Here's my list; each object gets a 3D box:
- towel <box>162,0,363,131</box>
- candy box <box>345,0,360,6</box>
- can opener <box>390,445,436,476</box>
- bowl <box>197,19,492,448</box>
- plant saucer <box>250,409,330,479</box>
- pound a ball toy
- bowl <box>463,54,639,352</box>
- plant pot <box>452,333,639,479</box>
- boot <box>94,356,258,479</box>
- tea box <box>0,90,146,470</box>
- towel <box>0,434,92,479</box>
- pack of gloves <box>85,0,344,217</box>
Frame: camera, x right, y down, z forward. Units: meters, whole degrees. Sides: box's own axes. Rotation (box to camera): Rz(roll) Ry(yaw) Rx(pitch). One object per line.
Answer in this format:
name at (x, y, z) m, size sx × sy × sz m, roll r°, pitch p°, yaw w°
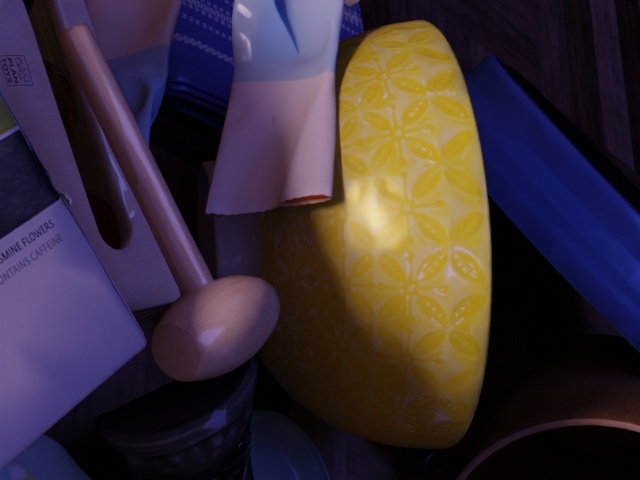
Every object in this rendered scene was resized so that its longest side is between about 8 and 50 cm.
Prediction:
towel at (-0.054, -0.218, 1.173) m, size 0.243 × 0.040 × 0.336 m, roll 22°, pitch 53°, yaw -45°
candy box at (0.007, -0.333, 1.226) m, size 0.159 × 0.071 × 0.233 m, roll 38°, pitch 44°, yaw -32°
can opener at (0.077, 0.095, 1.166) m, size 0.059 × 0.073 × 0.186 m, roll 13°, pitch 48°, yaw -5°
bowl at (0.000, 0.000, 0.983) m, size 0.156 × 0.289 × 0.290 m, roll -3°, pitch 69°, yaw -10°
plant saucer at (-0.035, 0.175, 0.986) m, size 0.119 × 0.021 × 0.119 m, roll 29°, pitch 50°, yaw -43°
pound a ball toy at (-0.142, -0.063, 0.806) m, size 0.135 × 0.208 × 0.319 m, roll -13°, pitch 82°, yaw -55°
bowl at (0.252, -0.007, 1.267) m, size 0.391 × 0.077 × 0.391 m, roll 43°, pitch 12°, yaw -12°
plant pot at (0.227, 0.184, 1.184) m, size 0.237 × 0.237 × 0.254 m, roll 58°, pitch 23°, yaw -14°
boot at (-0.040, 0.186, 0.814) m, size 0.263 × 0.091 × 0.229 m, roll 134°, pitch -67°, yaw -78°
tea box at (-0.298, 0.006, 0.544) m, size 0.324 × 0.220 × 0.329 m, roll 62°, pitch 34°, yaw -10°
towel at (-0.135, 0.295, 0.648) m, size 0.374 × 0.090 × 0.320 m, roll 50°, pitch 38°, yaw 0°
pack of gloves at (-0.084, -0.119, 0.927) m, size 0.046 × 0.195 × 0.232 m, roll 58°, pitch 30°, yaw -53°
